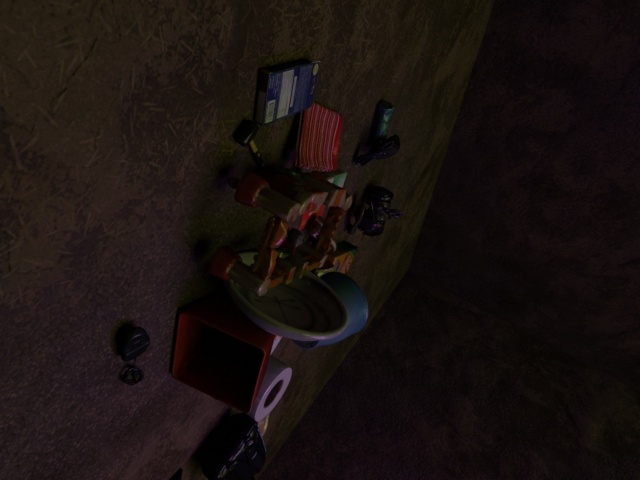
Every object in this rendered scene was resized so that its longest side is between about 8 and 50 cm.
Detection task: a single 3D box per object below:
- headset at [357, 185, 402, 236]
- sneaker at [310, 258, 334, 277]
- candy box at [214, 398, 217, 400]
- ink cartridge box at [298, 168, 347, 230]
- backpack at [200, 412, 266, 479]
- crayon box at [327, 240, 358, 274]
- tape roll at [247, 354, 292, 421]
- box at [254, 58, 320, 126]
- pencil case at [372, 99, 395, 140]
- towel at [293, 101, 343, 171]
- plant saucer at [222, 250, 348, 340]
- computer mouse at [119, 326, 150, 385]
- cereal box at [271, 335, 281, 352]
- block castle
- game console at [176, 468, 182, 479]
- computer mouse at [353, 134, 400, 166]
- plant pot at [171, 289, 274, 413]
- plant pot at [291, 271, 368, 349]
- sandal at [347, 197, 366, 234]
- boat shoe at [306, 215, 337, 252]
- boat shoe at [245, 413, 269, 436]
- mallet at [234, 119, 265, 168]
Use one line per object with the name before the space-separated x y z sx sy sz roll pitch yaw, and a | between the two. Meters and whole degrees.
headset | 0.284 -0.134 2.193 0.394 0.185 0.243 18 88 -84
sneaker | -0.035 0.131 1.956 0.225 0.088 0.092 -19 144 -40
candy box | -0.322 0.437 1.677 0.159 0.071 0.233 -27 142 -57
ink cartridge box | 0.008 -0.147 1.742 0.181 0.056 0.224 -32 143 -54
backpack | -0.366 0.932 2.017 0.290 0.273 0.355 -53 137 -29
crayon box | 0.050 0.128 2.166 0.318 0.081 0.202 -19 134 -61
tape roll | -0.252 0.577 1.889 0.246 0.169 0.246 -49 157 -29
box | -0.084 -0.390 1.211 0.225 0.036 0.136 -37 149 -47
pencil case | 0.252 -0.480 1.874 0.070 0.064 0.151 -15 137 -28
towel | 0.000 -0.318 1.457 0.275 0.031 0.198 -12 112 -65
plant saucer | -0.114 0.181 1.372 0.100 0.400 0.400 -63 161 19
computer mouse | -0.474 0.292 1.176 0.071 0.041 0.242 -29 150 -43
cereal box | -0.228 0.406 1.670 0.240 0.047 0.173 -58 160 1
block castle | -0.111 -0.050 1.339 0.453 0.213 0.303 -19 135 -64
game console | -0.587 0.961 1.812 0.107 0.071 0.122 -87 -169 -57
computer mouse | 0.261 -0.370 1.935 0.188 0.072 0.272 -26 -171 31
plant pot | -0.261 0.302 1.414 0.236 0.267 0.267 -53 162 -59
plant pot | 0.003 0.288 1.804 0.255 0.272 0.271 -23 138 -49
sandal | 0.155 -0.111 2.140 0.219 0.060 0.090 118 -14 -51
boat shoe | -0.005 -0.005 1.865 0.095 0.095 0.257 -41 151 -10
boat shoe | -0.302 0.806 2.190 0.110 0.122 0.341 20 96 -33
mallet | -0.176 -0.230 1.207 0.062 0.039 0.189 -55 163 -20
